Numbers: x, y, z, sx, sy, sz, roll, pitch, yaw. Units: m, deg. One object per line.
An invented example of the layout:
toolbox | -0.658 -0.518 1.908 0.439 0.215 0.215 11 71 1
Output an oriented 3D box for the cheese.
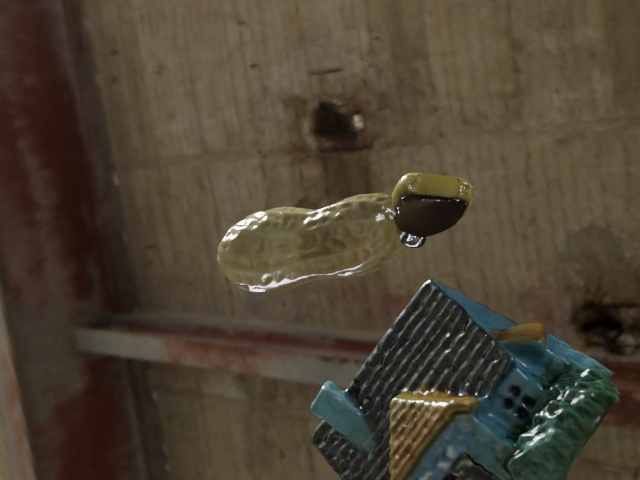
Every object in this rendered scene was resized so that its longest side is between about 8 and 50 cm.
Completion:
cheese | 0.115 -0.027 1.297 0.162 0.086 0.036 103 -11 -66

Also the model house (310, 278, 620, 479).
model house | 0.128 0.175 1.184 0.241 0.226 0.261 37 -76 8

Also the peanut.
peanut | 0.000 0.000 1.690 0.298 0.136 0.120 -10 -61 9
